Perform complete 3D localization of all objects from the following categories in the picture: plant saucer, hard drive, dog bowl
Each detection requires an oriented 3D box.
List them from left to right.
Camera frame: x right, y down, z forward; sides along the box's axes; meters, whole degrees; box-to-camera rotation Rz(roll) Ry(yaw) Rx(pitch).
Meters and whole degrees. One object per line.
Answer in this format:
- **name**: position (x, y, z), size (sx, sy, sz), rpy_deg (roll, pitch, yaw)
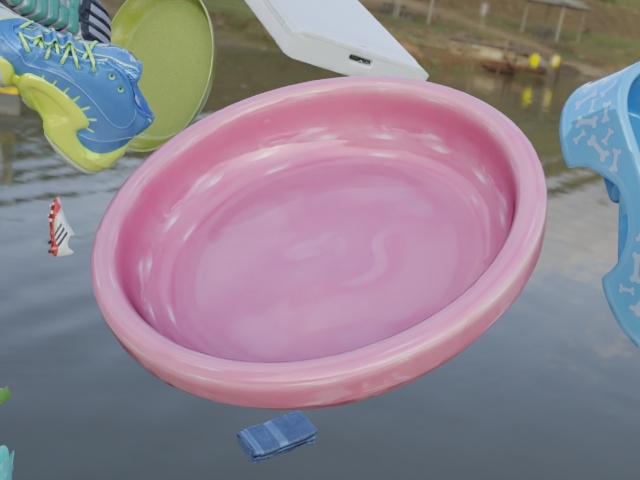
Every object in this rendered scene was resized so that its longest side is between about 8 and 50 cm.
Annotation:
- **plant saucer**: position (-0.225, -0.240, 1.270), size (0.240, 0.241, 0.037), rpy_deg (22, 9, 38)
- **hard drive**: position (-0.008, -0.301, 1.196), size (0.203, 0.040, 0.308), rpy_deg (11, 31, -32)
- **plant saucer**: position (0.000, 0.000, 0.676), size (0.331, 0.084, 0.332), rpy_deg (-9, 40, 7)
- **dog bowl**: position (0.329, -0.033, 0.835), size (0.165, 0.297, 0.074), rpy_deg (-4, -18, -24)

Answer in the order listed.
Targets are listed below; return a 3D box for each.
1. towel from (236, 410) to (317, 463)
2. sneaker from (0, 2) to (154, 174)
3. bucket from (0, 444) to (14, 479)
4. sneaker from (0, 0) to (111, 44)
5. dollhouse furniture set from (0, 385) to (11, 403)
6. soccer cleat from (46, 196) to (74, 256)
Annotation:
- **towel**: position (-0.069, 0.313, 1.451), size (0.119, 0.029, 0.067), rpy_deg (-15, 38, -29)
- **sneaker**: position (-0.254, -0.181, 0.899), size (0.126, 0.240, 0.091), rpy_deg (-29, 40, 8)
- **bucket**: position (-0.663, 0.463, 1.551), size (0.281, 0.183, 0.281), rpy_deg (-1, -1, 0)
- **sneaker**: position (-0.326, -0.258, 0.979), size (0.098, 0.083, 0.223), rpy_deg (-8, -23, 22)
- **dollhouse furniture set**: position (-0.455, 0.144, 1.152), size (0.058, 0.152, 0.076), rpy_deg (-12, 13, 34)
- **soccer cleat**: position (-0.358, -0.018, 1.255), size (0.035, 0.083, 0.029), rpy_deg (3, -13, -31)
